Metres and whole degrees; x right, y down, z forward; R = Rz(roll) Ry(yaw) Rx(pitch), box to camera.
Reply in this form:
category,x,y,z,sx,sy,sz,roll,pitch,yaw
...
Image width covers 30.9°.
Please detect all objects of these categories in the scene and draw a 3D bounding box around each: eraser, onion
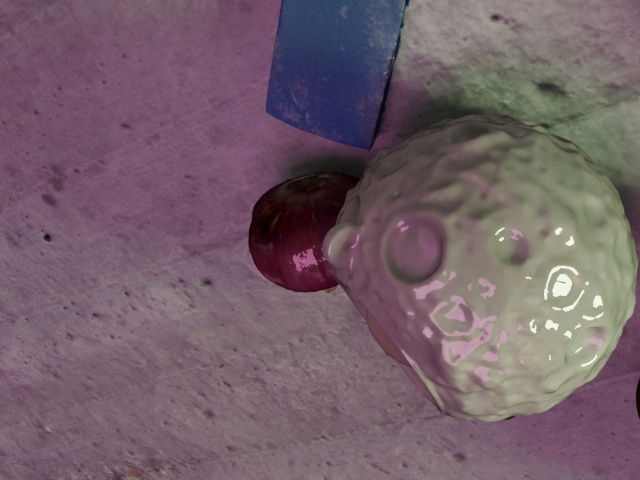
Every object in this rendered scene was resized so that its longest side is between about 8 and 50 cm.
category,x,y,z,sx,sy,sz,roll,pitch,yaw
eraser,0.022,-0.243,1.304,0.144,0.043,0.312,20,136,8
onion,-0.003,-0.009,1.441,0.177,0.177,0.153,-20,90,38

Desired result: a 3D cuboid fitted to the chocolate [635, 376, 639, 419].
category,x,y,z,sx,sy,sz,roll,pitch,yaw
chocolate,0.469,0.196,1.427,0.176,0.177,0.177,14,135,14

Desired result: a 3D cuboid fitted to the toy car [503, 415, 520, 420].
category,x,y,z,sx,sy,sz,roll,pitch,yaw
toy car,0.214,0.169,1.583,0.095,0.056,0.205,-14,126,35

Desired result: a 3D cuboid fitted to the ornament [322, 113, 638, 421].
category,x,y,z,sx,sy,sz,roll,pitch,yaw
ornament,0.186,0.022,1.270,0.337,0.337,0.337,14,135,14
